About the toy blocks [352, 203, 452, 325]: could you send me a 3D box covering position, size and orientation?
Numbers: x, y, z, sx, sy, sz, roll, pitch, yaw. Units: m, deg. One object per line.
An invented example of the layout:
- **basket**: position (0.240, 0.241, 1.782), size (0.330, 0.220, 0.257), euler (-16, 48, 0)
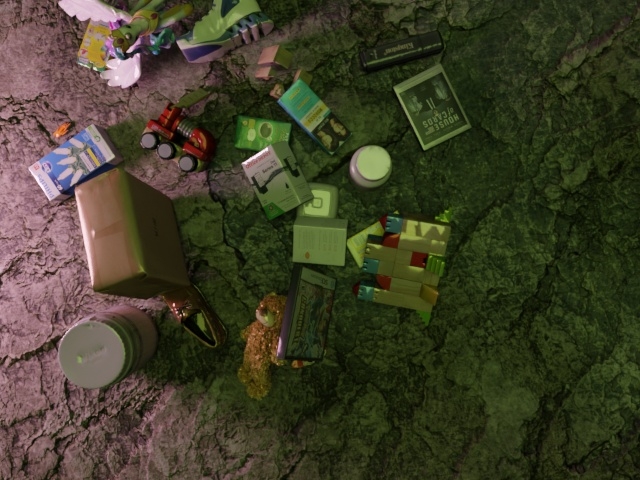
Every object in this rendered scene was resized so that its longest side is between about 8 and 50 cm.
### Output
- **toy blocks**: position (0.249, 0.057, 1.584), size (0.260, 0.191, 0.382), euler (11, 110, 6)

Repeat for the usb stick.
- **usb stick**: position (0.268, -0.625, 1.653), size (0.277, 0.045, 0.077), euler (-15, 91, 1)

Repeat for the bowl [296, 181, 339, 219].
- **bowl**: position (-0.010, -0.122, 1.656), size (0.141, 0.053, 0.142), euler (6, 92, 2)

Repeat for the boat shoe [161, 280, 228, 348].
- **boat shoe**: position (-0.422, 0.227, 1.637), size (0.307, 0.104, 0.111), euler (43, 92, 2)

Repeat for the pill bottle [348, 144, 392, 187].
- **pill bottle**: position (0.155, -0.227, 1.564), size (0.131, 0.229, 0.131), euler (0, 90, 0)

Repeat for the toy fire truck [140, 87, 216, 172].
- **toy fire truck**: position (-0.426, -0.369, 1.629), size (0.216, 0.158, 0.247), euler (31, 101, 1)

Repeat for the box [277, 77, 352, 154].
- **box**: position (-0.019, -0.398, 1.620), size (0.244, 0.060, 0.100), euler (44, 91, -15)

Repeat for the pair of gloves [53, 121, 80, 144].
- **pair of gloves**: position (-0.852, -0.356, 1.690), size (0.074, 0.010, 0.083), euler (-41, 92, 0)

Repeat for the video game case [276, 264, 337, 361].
- **video game case**: position (-0.035, 0.232, 1.546), size (0.035, 0.248, 0.275), euler (5, 79, 28)

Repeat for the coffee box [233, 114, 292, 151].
- **coffee box**: position (-0.190, -0.346, 1.664), size (0.184, 0.040, 0.113), euler (8, 91, 1)

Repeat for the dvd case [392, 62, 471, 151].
- **dvd case**: position (0.369, -0.440, 1.660), size (0.179, 0.029, 0.239), euler (-26, 89, 1)

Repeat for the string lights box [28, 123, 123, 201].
- **string lights box**: position (-0.805, -0.254, 1.656), size (0.259, 0.077, 0.133), euler (-34, 91, 1)

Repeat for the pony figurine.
- **pony figurine**: position (-0.578, -0.666, 1.539), size (0.364, 0.350, 0.303), euler (-55, 132, -30)

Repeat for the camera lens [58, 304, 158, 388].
- **camera lens**: position (-0.648, 0.325, 1.557), size (0.219, 0.274, 0.220), euler (0, 91, 1)

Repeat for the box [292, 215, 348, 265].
- **box**: position (0.000, 0.000, 1.612), size (0.170, 0.091, 0.130), euler (5, 113, 5)

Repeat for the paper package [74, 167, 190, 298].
- **paper package**: position (-0.557, -0.005, 1.515), size (0.168, 0.309, 0.325), euler (-19, 76, 7)

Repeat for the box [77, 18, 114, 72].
- **box**: position (-0.734, -0.657, 1.672), size (0.105, 0.043, 0.179), euler (21, 88, 0)

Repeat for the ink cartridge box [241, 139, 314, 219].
- **ink cartridge box**: position (-0.138, -0.193, 1.602), size (0.153, 0.086, 0.209), euler (-25, 94, 37)

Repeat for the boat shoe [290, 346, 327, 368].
- **boat shoe**: position (-0.040, 0.390, 1.663), size (0.136, 0.043, 0.049), euler (-25, 92, 2)

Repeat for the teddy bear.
- **teddy bear**: position (-0.185, 0.331, 1.582), size (0.113, 0.245, 0.338), euler (16, 118, -28)

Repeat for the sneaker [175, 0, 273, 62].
- **sneaker**: position (-0.330, -0.719, 1.633), size (0.315, 0.127, 0.182), euler (-23, 86, -6)

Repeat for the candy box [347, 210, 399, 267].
- **candy box**: position (0.193, -0.004, 1.665), size (0.205, 0.027, 0.105), euler (-30, 92, 1)

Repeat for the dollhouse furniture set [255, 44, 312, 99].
- **dollhouse furniture set**: position (-0.130, -0.542, 1.669), size (0.151, 0.123, 0.144), euler (22, 91, -34)
